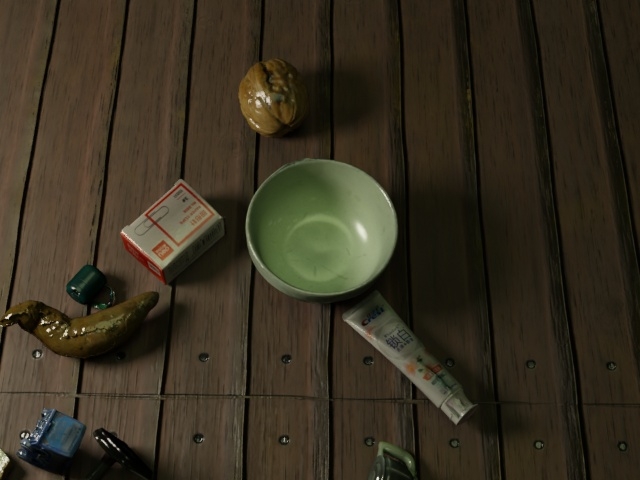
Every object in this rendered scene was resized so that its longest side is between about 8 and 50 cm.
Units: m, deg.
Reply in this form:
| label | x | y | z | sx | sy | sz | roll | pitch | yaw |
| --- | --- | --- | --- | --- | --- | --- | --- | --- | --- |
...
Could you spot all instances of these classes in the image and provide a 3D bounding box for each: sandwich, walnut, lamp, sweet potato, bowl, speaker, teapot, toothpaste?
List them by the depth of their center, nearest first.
| label | x | y | z | sx | sy | sz | roll | pitch | yaw |
| --- | --- | --- | --- | --- | --- | --- | --- | --- | --- |
| lamp | -0.435 | 0.468 | 1.691 | 0.125 | 0.203 | 0.283 | 18 | 66 | 27 |
| sandwich | -0.635 | 0.428 | 1.785 | 0.105 | 0.035 | 0.093 | 13 | 64 | 5 |
| teapot | 0.142 | 0.444 | 1.788 | 0.091 | 0.092 | 0.124 | 20 | 69 | -11 |
| sweet potato | -0.473 | 0.172 | 1.887 | 0.310 | 0.098 | 0.124 | -4 | 88 | -10 |
| toothpaste | 0.183 | 0.235 | 1.913 | 0.100 | 0.066 | 0.323 | -36 | 65 | -19 |
| speaker | -0.468 | 0.102 | 1.956 | 0.094 | 0.060 | 0.075 | 47 | 65 | -19 |
| bowl | 0.000 | 0.000 | 1.962 | 0.307 | 0.163 | 0.307 | 1 | 63 | -3 |
| walnut | -0.107 | -0.323 | 2.134 | 0.155 | 0.155 | 0.184 | -17 | 70 | -11 |

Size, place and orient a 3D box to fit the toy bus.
| label | x | y | z | sx | sy | sz | roll | pitch | yaw |
| --- | --- | --- | --- | --- | --- | --- | --- | --- | --- |
| toy bus | -0.485 | 0.368 | 1.716 | 0.094 | 0.236 | 0.079 | 33 | 62 | -6 |

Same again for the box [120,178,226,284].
| label | x | y | z | sx | sy | sz | roll | pitch | yaw |
| --- | --- | --- | --- | --- | --- | --- | --- | --- | --- |
| box | -0.306 | -0.019 | 1.992 | 0.133 | 0.099 | 0.182 | 42 | 69 | 15 |
